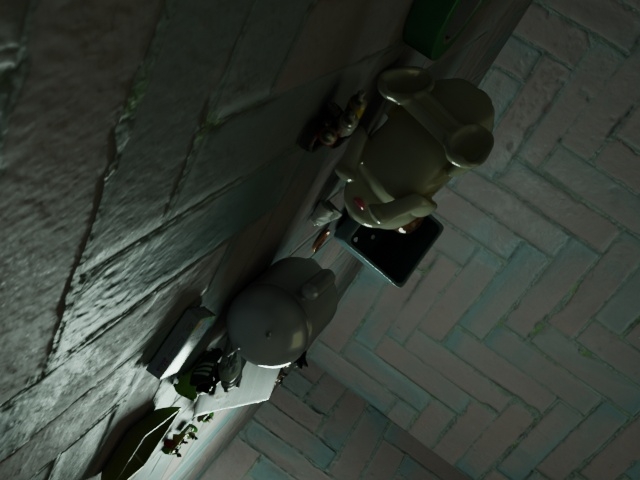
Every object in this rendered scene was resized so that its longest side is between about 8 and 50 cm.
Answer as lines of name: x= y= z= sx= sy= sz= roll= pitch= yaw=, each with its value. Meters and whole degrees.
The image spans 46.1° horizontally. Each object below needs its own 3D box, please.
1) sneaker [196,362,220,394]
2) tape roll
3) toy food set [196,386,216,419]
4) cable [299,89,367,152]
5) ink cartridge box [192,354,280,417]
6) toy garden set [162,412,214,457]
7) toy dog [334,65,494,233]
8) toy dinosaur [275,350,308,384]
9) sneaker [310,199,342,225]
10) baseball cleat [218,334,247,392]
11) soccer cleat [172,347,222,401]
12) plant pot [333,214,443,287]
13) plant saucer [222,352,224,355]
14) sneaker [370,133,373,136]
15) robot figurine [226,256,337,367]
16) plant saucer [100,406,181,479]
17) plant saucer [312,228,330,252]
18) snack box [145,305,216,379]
sneaker: x=-0.297 y=0.359 z=1.870 sx=0.075 sy=0.057 sz=0.161 roll=-43 pitch=172 yaw=24
tape roll: x=0.290 y=-0.525 z=1.536 sx=0.321 sy=0.077 sz=0.321 roll=-52 pitch=171 yaw=-12
toy food set: x=-0.316 y=0.461 z=2.287 sx=0.132 sy=0.038 sz=0.192 roll=-30 pitch=161 yaw=-54
cable: x=0.030 y=-0.194 z=1.416 sx=0.139 sy=0.072 sz=0.287 roll=-48 pitch=172 yaw=-4
ink cartridge box: x=-0.226 y=0.362 z=2.057 sx=0.239 sy=0.060 sz=0.275 roll=-7 pitch=137 yaw=-29
toy garden set: x=-0.354 y=0.540 z=2.188 sx=0.244 sy=0.049 sz=0.204 roll=-44 pitch=169 yaw=-13
toy dog: x=0.196 y=-0.191 z=1.760 sx=0.395 sy=0.284 sz=0.408 roll=-44 pitch=173 yaw=-47
toy dinosaur: x=-0.168 y=0.405 z=2.635 sx=0.218 sy=0.164 sz=0.322 roll=-42 pitch=-138 yaw=47
sneaker: x=0.010 y=-0.068 z=1.923 sx=0.061 sy=0.054 sz=0.152 roll=-47 pitch=168 yaw=13
baseball cleat: x=-0.213 y=0.294 z=1.896 sx=0.206 sy=0.072 sz=0.109 roll=-62 pitch=163 yaw=-52
soccer cleat: x=-0.273 y=0.315 z=1.763 sx=0.060 sy=0.072 sz=0.179 roll=-60 pitch=171 yaw=33
plant pot: x=0.187 y=-0.027 z=2.411 sx=0.247 sy=0.248 sz=0.252 roll=-53 pitch=-161 yaw=-10
plant saucer: x=-0.201 y=0.290 z=2.191 sx=0.317 sy=0.044 sz=0.317 roll=-53 pitch=173 yaw=-10
sneaker: x=0.127 y=-0.227 z=1.951 sx=0.162 sy=0.063 sz=0.073 roll=-56 pitch=-169 yaw=37
robot figurine: x=-0.089 y=0.167 z=1.759 sx=0.300 sy=0.200 sz=0.353 roll=-43 pitch=180 yaw=31
plant saucer: x=-0.408 y=0.458 z=1.672 sx=0.188 sy=0.045 sz=0.188 roll=-57 pitch=171 yaw=14
plant saucer: x=0.000 y=0.000 z=2.254 sx=0.083 sy=0.013 sz=0.083 roll=-52 pitch=172 yaw=-11
snack box: x=-0.264 y=0.194 z=1.435 sx=0.141 sy=0.037 sz=0.100 roll=-55 pitch=173 yaw=4
